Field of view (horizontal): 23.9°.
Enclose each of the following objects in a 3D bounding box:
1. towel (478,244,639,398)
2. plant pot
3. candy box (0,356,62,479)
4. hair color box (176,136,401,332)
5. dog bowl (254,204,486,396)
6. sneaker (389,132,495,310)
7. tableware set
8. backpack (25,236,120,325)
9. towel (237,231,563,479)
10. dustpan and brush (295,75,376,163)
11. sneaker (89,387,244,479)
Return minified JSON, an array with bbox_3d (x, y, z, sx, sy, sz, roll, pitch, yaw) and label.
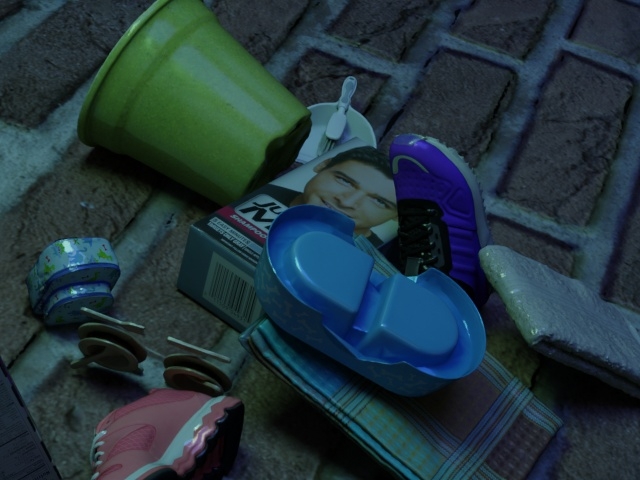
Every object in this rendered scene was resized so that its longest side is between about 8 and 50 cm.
[{"bbox_3d":[0.343,0.113,2.007,0.282,0.049,0.187,24,25,-35],"label":"towel"},{"bbox_3d":[-0.160,-0.178,2.148,0.254,0.276,0.276,36,38,8],"label":"plant pot"},{"bbox_3d":[-0.361,0.154,1.593,0.071,0.233,0.159,-27,49,-13],"label":"candy box"},{"bbox_3d":[0.000,0.000,2.059,0.185,0.113,0.374,33,38,22],"label":"hair color box"},{"bbox_3d":[0.052,0.078,1.791,0.297,0.074,0.166,31,43,-10],"label":"dog bowl"},{"bbox_3d":[0.149,0.002,1.996,0.102,0.293,0.146,6,44,41],"label":"sneaker"},{"bbox_3d":[-0.200,0.150,1.780,0.194,0.128,0.039,19,61,4],"label":"tableware set"},{"bbox_3d":[-0.300,0.051,1.868,0.105,0.114,0.084,-6,60,-30],"label":"backpack"},{"bbox_3d":[0.109,0.167,1.833,0.370,0.040,0.271,41,42,5],"label":"towel"},{"bbox_3d":[0.028,-0.189,2.380,0.147,0.060,0.211,17,35,1],"label":"dustpan and brush"},{"bbox_3d":[-0.207,0.254,1.651,0.136,0.116,0.314,17,26,20],"label":"sneaker"}]
